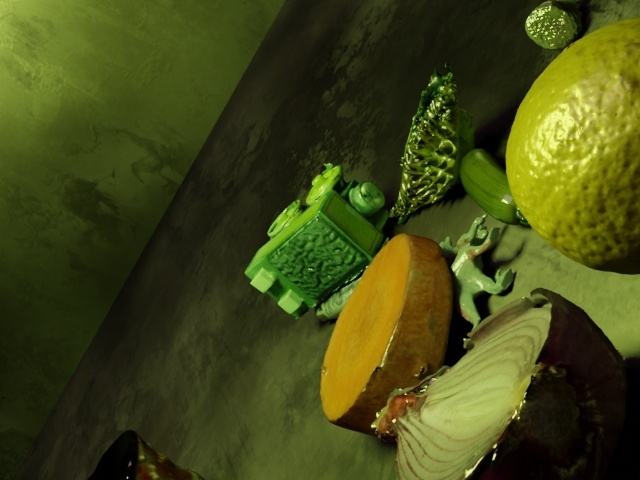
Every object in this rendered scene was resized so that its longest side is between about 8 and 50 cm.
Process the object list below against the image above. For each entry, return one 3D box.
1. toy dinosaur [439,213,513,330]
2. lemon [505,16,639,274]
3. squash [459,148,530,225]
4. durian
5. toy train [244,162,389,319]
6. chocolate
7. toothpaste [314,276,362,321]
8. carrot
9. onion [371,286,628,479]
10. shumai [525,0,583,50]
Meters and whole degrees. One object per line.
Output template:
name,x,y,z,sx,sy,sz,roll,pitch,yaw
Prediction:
toy dinosaur,0.202,0.057,1.516,0.167,0.053,0.242,-42,27,45
lemon,0.329,-0.101,1.119,0.310,0.254,0.253,-46,25,34
squash,0.247,-0.076,1.561,0.069,0.069,0.258,-57,19,12
durian,0.183,-0.142,1.714,0.132,0.107,0.375,-48,-16,-36
toy train,0.000,0.000,1.902,0.272,0.159,0.188,-38,15,39
chocolate,-0.320,0.525,1.940,0.340,0.210,0.225,-61,27,5
toothpaste,0.066,0.086,1.830,0.239,0.039,0.062,-33,49,52
carrot,0.095,0.128,1.564,0.258,0.100,0.307,-43,31,54
onion,0.195,0.207,1.186,0.267,0.159,0.349,-56,10,-19
shumai,0.360,-0.331,1.658,0.083,0.082,0.080,-7,12,32
